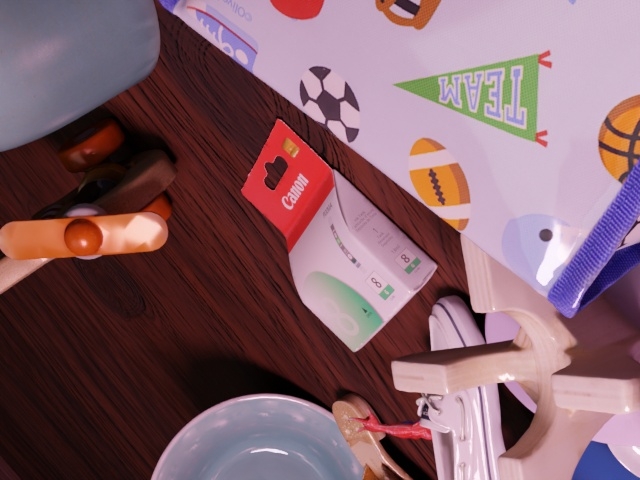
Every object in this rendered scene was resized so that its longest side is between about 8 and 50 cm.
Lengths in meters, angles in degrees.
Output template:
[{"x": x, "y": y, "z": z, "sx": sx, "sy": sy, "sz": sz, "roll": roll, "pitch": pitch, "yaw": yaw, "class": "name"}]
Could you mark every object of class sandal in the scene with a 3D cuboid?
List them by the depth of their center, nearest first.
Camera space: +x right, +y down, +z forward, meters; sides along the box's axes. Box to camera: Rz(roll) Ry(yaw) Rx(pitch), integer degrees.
[{"x": 0.069, "y": 0.312, "z": 1.505, "sx": 0.240, "sy": 0.079, "sz": 0.088, "roll": 58, "pitch": 146, "yaw": 1, "class": "sandal"}]

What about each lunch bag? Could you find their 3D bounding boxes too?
[{"x": 0.139, "y": -0.220, "z": 0.636, "sx": 0.328, "sy": 0.239, "sz": 0.385, "roll": 37, "pitch": 127, "yaw": 19, "class": "lunch bag"}]

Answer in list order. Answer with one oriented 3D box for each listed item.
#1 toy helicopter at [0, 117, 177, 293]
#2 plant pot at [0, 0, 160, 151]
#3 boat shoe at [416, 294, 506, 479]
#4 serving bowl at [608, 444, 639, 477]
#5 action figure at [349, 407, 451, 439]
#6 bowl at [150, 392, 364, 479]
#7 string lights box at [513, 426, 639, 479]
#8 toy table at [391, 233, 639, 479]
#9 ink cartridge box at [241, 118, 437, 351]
[{"x": -0.315, "y": 0.008, "z": 1.387, "sx": 0.140, "sy": 0.355, "sz": 0.235, "roll": 59, "pitch": 165, "yaw": -21, "class": "toy helicopter"}, {"x": -0.356, "y": -0.228, "z": 1.272, "sx": 0.293, "sy": 0.235, "sz": 0.293, "roll": 32, "pitch": 148, "yaw": 24, "class": "plant pot"}, {"x": 0.135, "y": 0.171, "z": 1.211, "sx": 0.083, "sy": 0.076, "sz": 0.226, "roll": 164, "pitch": 92, "yaw": -76, "class": "boat shoe"}, {"x": 0.314, "y": 0.194, "z": 1.143, "sx": 0.083, "sy": 0.027, "sz": 0.083, "roll": 32, "pitch": 147, "yaw": 24, "class": "serving bowl"}, {"x": 0.141, "y": 0.239, "z": 1.353, "sx": 0.139, "sy": 0.091, "sz": 0.280, "roll": 1, "pitch": 129, "yaw": 40, "class": "action figure"}, {"x": -0.074, "y": 0.369, "z": 1.631, "sx": 0.311, "sy": 0.311, "sz": 0.163, "roll": 42, "pitch": 170, "yaw": 7, "class": "bowl"}, {"x": 0.307, "y": 0.295, "z": 1.226, "sx": 0.260, "sy": 0.077, "sz": 0.133, "roll": 35, "pitch": 149, "yaw": 19, "class": "string lights box"}, {"x": 0.194, "y": 0.100, "z": 0.982, "sx": 0.274, "sy": 0.161, "sz": 0.252, "roll": -23, "pitch": 82, "yaw": 53, "class": "toy table"}, {"x": 0.000, "y": 0.000, "z": 1.284, "sx": 0.225, "sy": 0.056, "sz": 0.181, "roll": 42, "pitch": 150, "yaw": 4, "class": "ink cartridge box"}]
